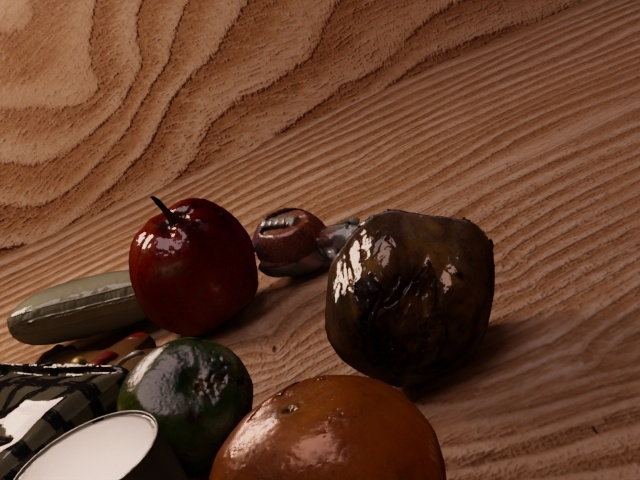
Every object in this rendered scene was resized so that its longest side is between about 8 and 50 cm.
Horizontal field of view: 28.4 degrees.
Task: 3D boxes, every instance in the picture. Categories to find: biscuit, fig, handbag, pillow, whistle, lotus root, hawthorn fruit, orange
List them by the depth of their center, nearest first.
[{"bbox_3d":[0.007,0.282,1.448,0.284,0.226,0.284,-24,21,10],"label":"orange"},{"bbox_3d":[0.135,0.095,1.832,0.272,0.272,0.192,-20,28,11],"label":"lotus root"},{"bbox_3d":[-0.204,0.275,1.901,0.203,0.235,0.203,4,52,-5],"label":"fig"},{"bbox_3d":[-0.494,0.326,2.023,0.327,0.162,0.325,2,29,38],"label":"handbag"},{"bbox_3d":[-0.434,0.246,2.373,0.432,0.064,0.283,-9,22,41],"label":"biscuit"},{"bbox_3d":[-0.257,0.026,2.385,0.254,0.300,0.254,-20,35,15],"label":"hawthorn fruit"},{"bbox_3d":[-0.001,0.000,2.454,0.346,0.134,0.142,-6,15,26],"label":"whistle"},{"bbox_3d":[-0.476,0.136,2.583,0.322,0.120,0.255,-15,2,-14],"label":"pillow"}]

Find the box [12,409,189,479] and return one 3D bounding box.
[{"bbox_3d":[-0.289,0.356,1.710,0.226,0.149,0.226,-22,20,8],"label":"box"}]
